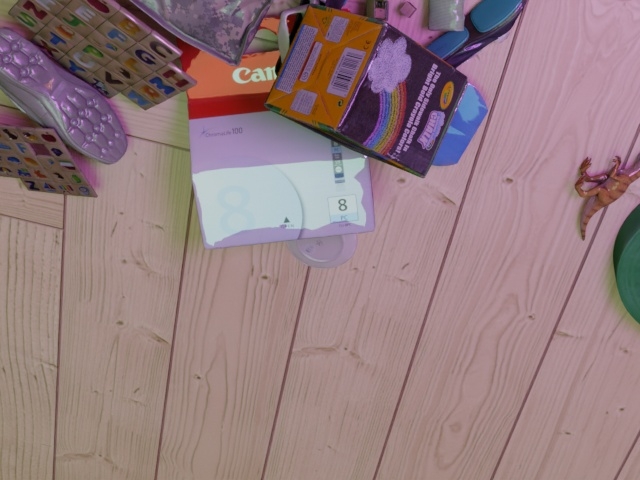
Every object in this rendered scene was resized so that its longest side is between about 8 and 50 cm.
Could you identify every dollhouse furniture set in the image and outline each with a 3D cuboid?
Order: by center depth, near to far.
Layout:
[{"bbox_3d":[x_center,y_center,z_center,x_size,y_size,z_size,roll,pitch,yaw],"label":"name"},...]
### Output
[{"bbox_3d":[0.154,-0.374,1.560,0.152,0.058,0.076,6,102,24],"label":"dollhouse furniture set"}]

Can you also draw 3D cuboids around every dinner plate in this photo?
[{"bbox_3d":[0.000,0.000,1.884,0.141,0.017,0.141,6,124,8],"label":"dinner plate"}]

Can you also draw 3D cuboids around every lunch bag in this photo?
[{"bbox_3d":[-0.198,-0.440,1.495,0.287,0.235,0.169,27,129,-9],"label":"lunch bag"}]

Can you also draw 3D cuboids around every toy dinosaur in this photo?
[{"bbox_3d":[0.494,-0.081,1.715,0.112,0.064,0.211,32,123,-13],"label":"toy dinosaur"}]

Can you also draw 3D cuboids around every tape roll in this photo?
[{"bbox_3d":[0.695,0.041,1.753,0.321,0.077,0.321,4,124,6],"label":"tape roll"}]

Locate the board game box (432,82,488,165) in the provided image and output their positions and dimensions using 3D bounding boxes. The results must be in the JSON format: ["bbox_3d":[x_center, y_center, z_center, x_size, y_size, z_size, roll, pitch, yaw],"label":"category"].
[{"bbox_3d":[0.207,-0.214,1.698,0.133,0.033,0.168,27,119,-2],"label":"board game box"}]

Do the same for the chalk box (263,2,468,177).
[{"bbox_3d":[0.094,-0.222,1.535,0.289,0.179,0.180,22,94,-47],"label":"chalk box"}]

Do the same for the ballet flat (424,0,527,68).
[{"bbox_3d":[0.257,-0.337,1.590,0.203,0.074,0.074,-34,112,23],"label":"ballet flat"}]

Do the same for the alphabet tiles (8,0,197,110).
[{"bbox_3d":[-0.362,-0.318,1.606,0.285,0.011,0.342,36,159,-24],"label":"alphabet tiles"}]

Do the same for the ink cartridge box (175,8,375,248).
[{"bbox_3d":[-0.076,-0.185,1.683,0.308,0.091,0.384,-6,115,4],"label":"ink cartridge box"}]

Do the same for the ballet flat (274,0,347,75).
[{"bbox_3d":[-0.009,-0.374,1.551,0.096,0.095,0.280,1,114,-35],"label":"ballet flat"}]

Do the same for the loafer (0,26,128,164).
[{"bbox_3d":[-0.481,-0.257,1.758,0.319,0.112,0.111,46,159,-27],"label":"loafer"}]

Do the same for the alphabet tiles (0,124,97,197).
[{"bbox_3d":[-0.559,-0.152,1.834,0.237,0.009,0.198,7,148,19],"label":"alphabet tiles"}]
